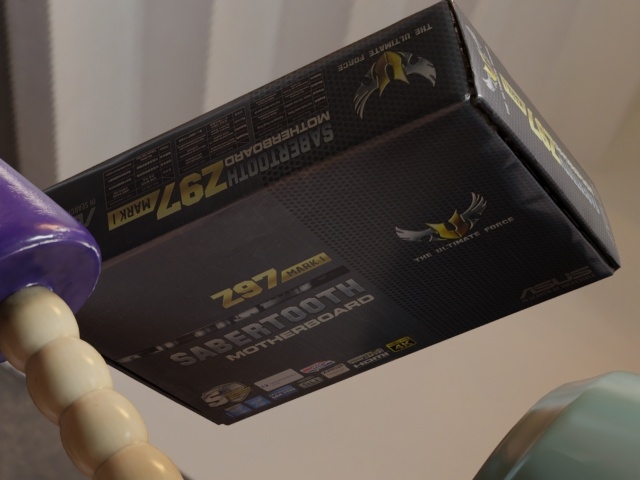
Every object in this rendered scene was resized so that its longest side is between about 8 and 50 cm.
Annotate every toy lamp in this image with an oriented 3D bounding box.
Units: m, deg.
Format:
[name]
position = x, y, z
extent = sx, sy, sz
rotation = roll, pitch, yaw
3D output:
[toy lamp]
position = -0.075, 0.076, 0.549
extent = 0.080, 0.275, 0.080
rotation = -29, 153, -16

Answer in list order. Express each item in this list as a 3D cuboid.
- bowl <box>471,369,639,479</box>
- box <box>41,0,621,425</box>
[bowl]
position = 0.174, 0.205, 0.957
extent = 0.311, 0.163, 0.312
rotation = -45, 155, -28
[box]
position = 0.000, 0.000, 0.721
extent = 0.232, 0.059, 0.183
rotation = -23, 146, 18
